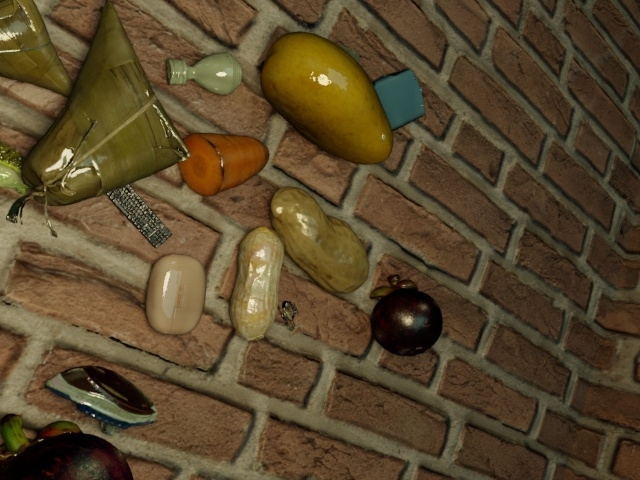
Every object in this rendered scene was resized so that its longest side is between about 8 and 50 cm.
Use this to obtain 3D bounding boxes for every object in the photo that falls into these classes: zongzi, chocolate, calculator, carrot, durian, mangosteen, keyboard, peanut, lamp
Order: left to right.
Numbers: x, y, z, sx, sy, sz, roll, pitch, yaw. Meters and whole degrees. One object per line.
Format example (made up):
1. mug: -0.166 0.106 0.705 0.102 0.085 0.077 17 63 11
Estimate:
1. durian: -0.676 -0.153 1.230 0.216 0.086 0.100 12 118 -32
2. zongzi: -0.655 -0.359 1.224 0.228 0.115 0.256 -31 135 -17
3. mangosteen: -0.551 0.511 1.207 0.306 0.306 0.359 -17 81 -34
4. zongzi: -0.525 -0.258 1.223 0.447 0.182 0.417 -35 113 -43
5. keyboard: -0.440 -0.067 1.423 0.060 0.018 0.195 -48 117 -21
6. lamp: -0.288 -0.420 1.471 0.193 0.106 0.106 -4 94 -27
7. carrot: -0.225 -0.213 1.501 0.225 0.159 0.159 -25 106 -43
8. chocolate: -0.169 0.114 1.554 0.134 0.134 0.308 9 88 -36
9. peanut: 0.000 0.000 1.649 0.387 0.170 0.192 45 61 -28
10. calculator: 0.225 -0.439 1.863 0.293 0.051 0.172 -30 108 -32
11. mangosteen: 0.259 0.226 1.824 0.228 0.228 0.265 6 57 -36

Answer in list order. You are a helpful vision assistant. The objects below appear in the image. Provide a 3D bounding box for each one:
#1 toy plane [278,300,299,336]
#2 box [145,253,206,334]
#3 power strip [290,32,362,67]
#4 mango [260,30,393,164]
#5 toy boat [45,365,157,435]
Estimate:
1. toy plane: -0.088 0.215 1.679 0.049 0.031 0.120 -31 107 -25
2. box: -0.354 0.133 1.448 0.146 0.088 0.200 7 87 -35
3. power strip: 0.003 -0.534 1.700 0.272 0.052 0.078 2 91 -35
4. mango: 0.035 -0.365 1.574 0.445 0.301 0.220 35 71 -27
5. toy boat: -0.502 0.373 1.349 0.115 0.114 0.262 -41 120 8
